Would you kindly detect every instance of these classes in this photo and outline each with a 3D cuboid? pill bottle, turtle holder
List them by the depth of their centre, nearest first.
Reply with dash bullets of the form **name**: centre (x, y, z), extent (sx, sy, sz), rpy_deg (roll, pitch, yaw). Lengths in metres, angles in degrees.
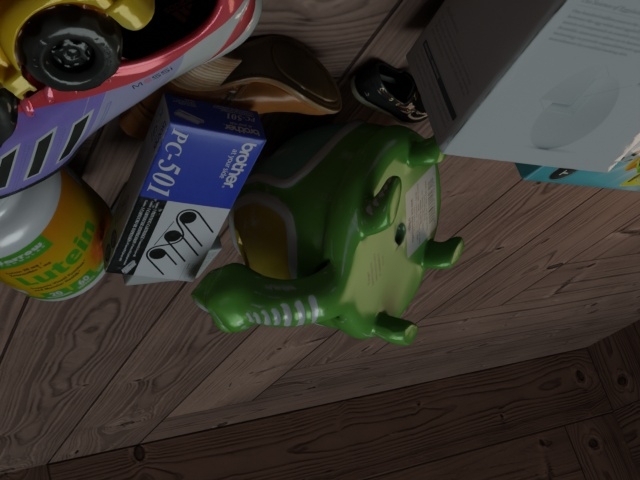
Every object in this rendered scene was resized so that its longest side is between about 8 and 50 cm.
- **pill bottle**: centre (-0.304, -0.033, 0.901), extent (0.136, 0.136, 0.246), rpy_deg (-19, 160, 2)
- **turtle holder**: centre (0.008, 0.005, 1.052), extent (0.227, 0.320, 0.243), rpy_deg (12, 154, 28)

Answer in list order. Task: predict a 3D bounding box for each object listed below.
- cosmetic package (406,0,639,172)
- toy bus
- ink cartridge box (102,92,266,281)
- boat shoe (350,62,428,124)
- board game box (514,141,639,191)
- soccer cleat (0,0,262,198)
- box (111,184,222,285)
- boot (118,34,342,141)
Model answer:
- **cosmetic package**: centre (0.243, -0.194, 0.884), extent (0.224, 0.138, 0.225), rpy_deg (4, 146, -29)
- **toy bus**: centre (-0.248, -0.182, 0.585), extent (0.220, 0.150, 0.211), rpy_deg (-26, 143, 14)
- **ink cartridge box**: centre (-0.139, -0.045, 0.899), extent (0.097, 0.046, 0.207), rpy_deg (7, 134, -28)
- **boat shoe**: centre (0.091, -0.164, 1.032), extent (0.042, 0.049, 0.133), rpy_deg (-23, 157, 37)
- **board game box**: centre (0.429, -0.163, 1.149), extent (0.336, 0.079, 0.254), rpy_deg (0, 150, -42)
- **soccer cleat**: centre (-0.193, -0.133, 0.714), extent (0.318, 0.109, 0.116), rpy_deg (-30, -178, 5)
- **box**: centre (-0.192, -0.010, 1.118), extent (0.101, 0.102, 0.087), rpy_deg (-6, 155, -34)
- **boot**: centre (-0.090, -0.139, 0.914), extent (0.197, 0.073, 0.152), rpy_deg (15, 142, -37)
